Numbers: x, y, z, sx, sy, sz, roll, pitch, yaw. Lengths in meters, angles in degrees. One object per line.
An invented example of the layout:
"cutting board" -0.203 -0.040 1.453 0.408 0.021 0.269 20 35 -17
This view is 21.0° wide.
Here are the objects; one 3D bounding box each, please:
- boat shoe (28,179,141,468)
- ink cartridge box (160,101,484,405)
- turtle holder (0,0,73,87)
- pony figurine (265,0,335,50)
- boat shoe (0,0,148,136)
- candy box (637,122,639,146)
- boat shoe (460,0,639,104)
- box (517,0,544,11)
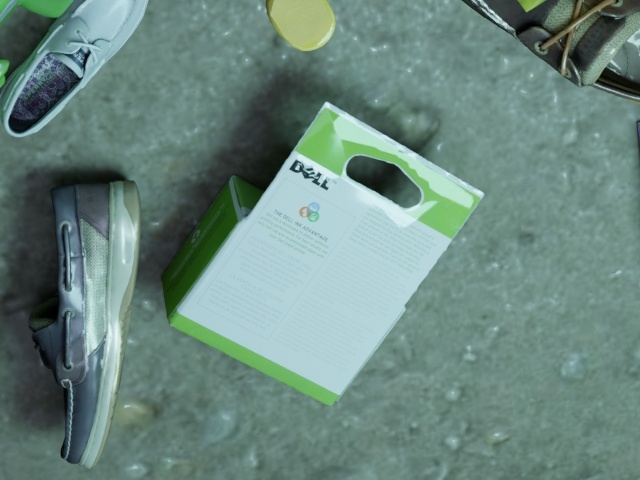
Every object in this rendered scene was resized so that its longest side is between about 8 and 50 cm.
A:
"boat shoe" -0.224 0.076 1.601 0.092 0.103 0.285 7 113 -8
"ink cartridge box" 0.000 0.000 1.599 0.189 0.097 0.255 29 108 -22
"turtle holder" -0.366 -0.174 1.389 0.227 0.243 0.320 41 145 -11
"pony figurine" -0.069 -0.332 1.280 0.303 0.363 0.351 -33 110 10
"boat shoe" -0.215 -0.163 1.491 0.184 0.063 0.066 -41 117 12
"candy box" 0.413 -0.051 1.659 0.196 0.070 0.165 -13 120 -4
"boat shoe" 0.241 -0.196 1.520 0.342 0.123 0.123 30 109 -22
"box" 0.249 -0.290 1.454 0.232 0.058 0.087 -35 88 -12
